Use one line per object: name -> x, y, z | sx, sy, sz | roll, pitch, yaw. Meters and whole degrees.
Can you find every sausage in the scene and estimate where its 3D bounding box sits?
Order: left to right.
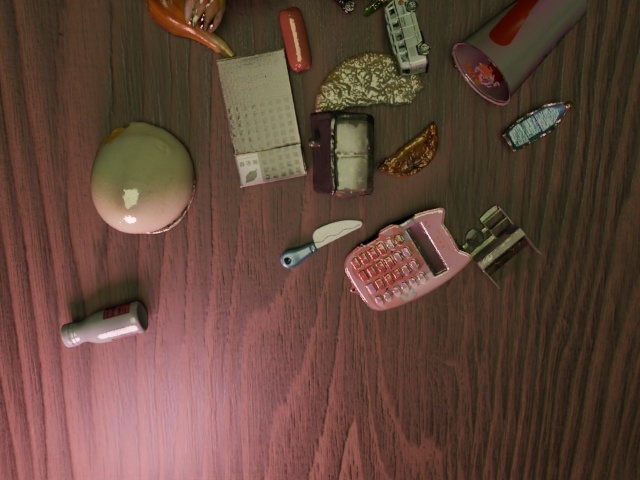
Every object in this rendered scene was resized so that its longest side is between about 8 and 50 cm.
sausage -> -0.061, -0.502, 1.458 | 0.062, 0.062, 0.154 | -12, 101, 2

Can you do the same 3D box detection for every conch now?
conch -> -0.349, -0.563, 1.427 | 0.330, 0.093, 0.109 | 41, 91, -9

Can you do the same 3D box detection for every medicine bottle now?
medicine bottle -> -0.587, 0.232, 1.583 | 0.217, 0.090, 0.090 | -14, 101, 3

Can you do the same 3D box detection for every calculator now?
calculator -> 0.223, 0.055, 1.577 | 0.330, 0.048, 0.220 | -30, 102, 11

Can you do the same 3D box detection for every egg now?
egg -> -0.455, -0.150, 1.468 | 0.264, 0.174, 0.286 | 18, 97, -8

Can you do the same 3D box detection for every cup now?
cup -> 0.490, -0.498, 1.416 | 0.288, 0.203, 0.203 | -42, 99, 1

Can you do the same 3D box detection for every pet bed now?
pet bed -> 0.046, -0.214, 1.455 | 0.159, 0.183, 0.211 | 0, 102, -5

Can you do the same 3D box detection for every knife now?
knife -> -0.002, -0.002, 1.579 | 0.244, 0.032, 0.058 | -32, 91, 1

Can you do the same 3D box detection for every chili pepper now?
chili pepper -> 0.143, -0.588, 1.441 | 0.030, 0.091, 0.034 | 32, 62, -27

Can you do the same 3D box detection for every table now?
table -> 0.480, 0.017, 1.571 | 0.146, 0.062, 0.175 | -42, 102, 7

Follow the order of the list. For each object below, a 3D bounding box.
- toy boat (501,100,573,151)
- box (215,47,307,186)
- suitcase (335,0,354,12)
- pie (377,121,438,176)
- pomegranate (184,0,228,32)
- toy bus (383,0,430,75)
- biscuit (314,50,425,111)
toy boat -> 0.560, -0.300, 1.500 | 0.185, 0.077, 0.075 | -31, 99, 5
box -> -0.149, -0.313, 1.503 | 0.180, 0.047, 0.325 | -10, 100, 2
suitcase -> 0.031, -0.703, 1.349 | 0.128, 0.202, 0.312 | -28, 101, 4
pie -> 0.243, -0.222, 1.534 | 0.191, 0.033, 0.088 | -37, 106, 0
pomegranate -> -0.215, -0.642, 1.333 | 0.285, 0.285, 0.340 | 28, 116, -6
toy bus -> 0.211, -0.506, 1.436 | 0.089, 0.087, 0.194 | -15, 87, 7
biscuit -> 0.123, -0.410, 1.492 | 0.290, 0.038, 0.141 | -6, 101, -1
